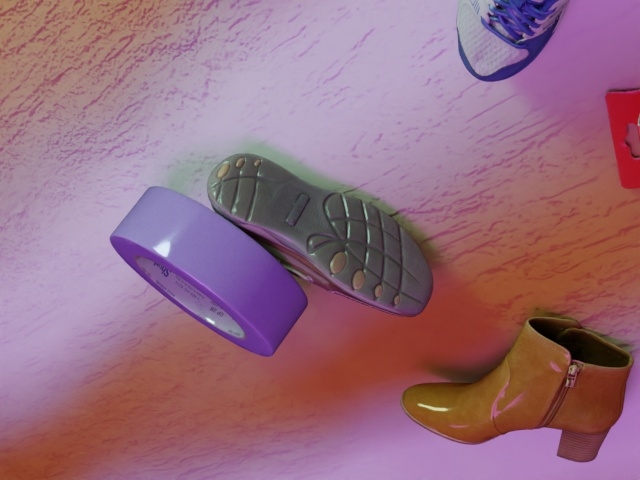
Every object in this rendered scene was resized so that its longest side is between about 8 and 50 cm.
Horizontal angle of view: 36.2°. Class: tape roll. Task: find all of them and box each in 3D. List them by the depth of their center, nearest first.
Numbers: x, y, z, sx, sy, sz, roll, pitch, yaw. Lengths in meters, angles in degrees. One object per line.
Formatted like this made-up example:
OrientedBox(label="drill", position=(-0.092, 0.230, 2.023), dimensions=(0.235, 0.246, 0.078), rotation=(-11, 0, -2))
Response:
OrientedBox(label="tape roll", position=(-0.154, 0.045, 1.348), dimensions=(0.275, 0.090, 0.275), rotation=(32, 162, 11))

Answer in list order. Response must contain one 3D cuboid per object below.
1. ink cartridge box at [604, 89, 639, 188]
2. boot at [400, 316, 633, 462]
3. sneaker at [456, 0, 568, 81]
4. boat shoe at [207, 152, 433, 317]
OrientedBox(label="ink cartridge box", position=(0.402, -0.084, 0.978), dimensions=(0.231, 0.078, 0.134), rotation=(1, 129, 31))
OrientedBox(label="boot", position=(0.257, 0.182, 1.315), dimensions=(0.295, 0.104, 0.211), rotation=(12, 129, 15))
OrientedBox(label="sneaker", position=(0.191, -0.249, 0.911), dimensions=(0.112, 0.131, 0.296), rotation=(27, 139, 4))
OrientedBox(label="boat shoe", position=(0.000, 0.000, 1.284), dimensions=(0.324, 0.123, 0.116), rotation=(33, 158, 7))
